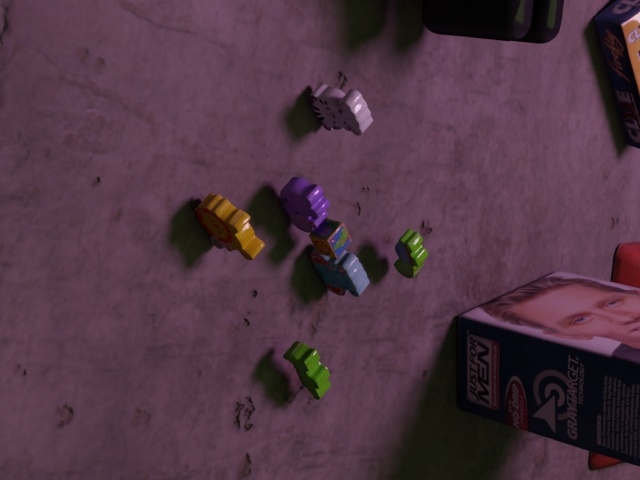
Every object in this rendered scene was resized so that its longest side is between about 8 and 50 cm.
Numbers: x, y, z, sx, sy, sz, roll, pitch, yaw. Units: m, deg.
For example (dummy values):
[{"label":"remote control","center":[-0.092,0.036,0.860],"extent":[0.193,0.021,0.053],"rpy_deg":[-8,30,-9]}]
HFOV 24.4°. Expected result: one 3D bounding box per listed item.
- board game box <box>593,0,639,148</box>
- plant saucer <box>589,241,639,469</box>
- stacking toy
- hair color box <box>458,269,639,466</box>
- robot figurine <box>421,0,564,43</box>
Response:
[{"label":"board game box","center":[0.407,-0.228,1.579],"extent":[0.243,0.042,0.165],"rpy_deg":[-36,125,-20]},{"label":"plant saucer","center":[0.414,0.130,1.709],"extent":[0.258,0.047,0.259],"rpy_deg":[-3,102,-47]},{"label":"stacking toy","center":[0.000,0.000,1.233],"extent":[0.167,0.052,0.221],"rpy_deg":[-48,132,-26]},{"label":"hair color box","center":[0.314,0.128,1.376],"extent":[0.174,0.347,0.105],"rpy_deg":[-20,114,-43]},{"label":"robot figurine","center":[0.153,-0.308,1.234],"extent":[0.173,0.209,0.278],"rpy_deg":[4,99,-5]}]
